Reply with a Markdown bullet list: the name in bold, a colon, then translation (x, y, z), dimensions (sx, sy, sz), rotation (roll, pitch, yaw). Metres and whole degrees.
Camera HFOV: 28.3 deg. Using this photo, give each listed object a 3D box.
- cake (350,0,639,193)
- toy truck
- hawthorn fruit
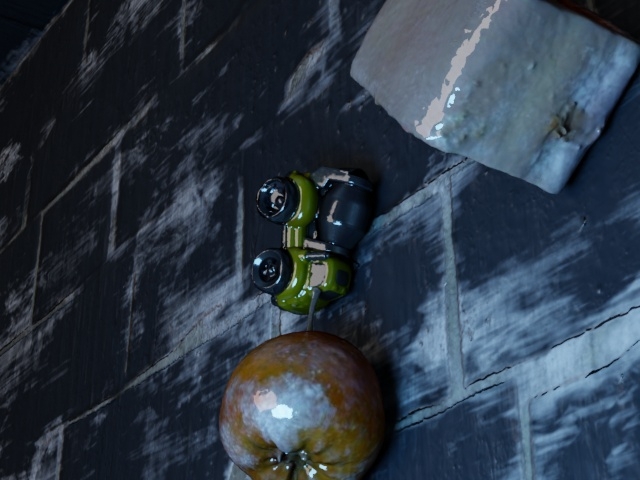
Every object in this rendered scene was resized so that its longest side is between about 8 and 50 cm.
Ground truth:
- **cake**: translation (0.211, -0.230, 1.605), dimensions (0.230, 0.237, 0.309), rotation (-61, 30, 13)
- **toy truck**: translation (0.000, 0.000, 1.942), dimensions (0.165, 0.147, 0.224), rotation (-3, 74, 35)
- **hawthorn fruit**: translation (-0.014, 0.242, 1.769), dimensions (0.231, 0.263, 0.235), rotation (28, 112, 23)
